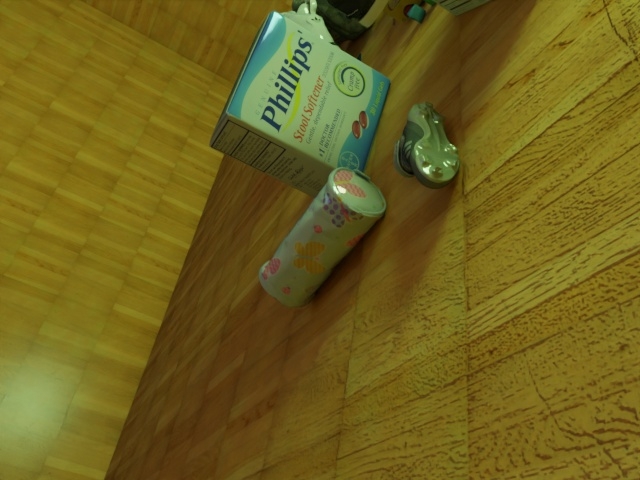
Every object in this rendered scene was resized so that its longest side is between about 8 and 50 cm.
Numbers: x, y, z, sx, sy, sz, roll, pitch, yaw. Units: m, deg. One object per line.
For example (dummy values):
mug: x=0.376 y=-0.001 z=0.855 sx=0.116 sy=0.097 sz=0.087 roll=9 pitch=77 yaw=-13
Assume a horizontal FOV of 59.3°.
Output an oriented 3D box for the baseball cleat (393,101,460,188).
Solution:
baseball cleat: x=0.151 y=-0.117 z=0.820 sx=0.206 sy=0.072 sz=0.109 roll=-79 pitch=9 yaw=-49

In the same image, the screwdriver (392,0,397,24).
screwdriver: x=0.191 y=-0.594 z=1.397 sx=0.025 sy=0.024 sz=0.170 roll=-15 pitch=52 yaw=29

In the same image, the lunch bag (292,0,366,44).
lunch bag: x=0.094 y=-0.737 z=1.574 sx=0.256 sy=0.212 sz=0.305 roll=10 pitch=75 yaw=55

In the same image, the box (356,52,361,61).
box: x=0.037 y=-0.406 z=1.543 sx=0.225 sy=0.036 sz=0.136 roll=-49 pitch=24 yaw=38

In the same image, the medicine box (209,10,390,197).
medicine box: x=-0.038 y=-0.263 z=1.149 sx=0.149 sy=0.289 sz=0.263 roll=-29 pitch=40 yaw=61

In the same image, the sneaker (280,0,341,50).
sneaker: x=-0.078 y=-0.504 z=1.590 sx=0.366 sy=0.137 sz=0.210 roll=-31 pitch=72 yaw=54

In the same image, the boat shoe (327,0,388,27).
boat shoe: x=0.114 y=-0.490 z=0.880 sx=0.302 sy=0.091 sz=0.114 roll=-58 pitch=20 yaw=25

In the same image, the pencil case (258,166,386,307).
pencil case: x=0.000 y=0.000 z=0.986 sx=0.273 sy=0.113 sz=0.124 roll=-52 pitch=2 yaw=35

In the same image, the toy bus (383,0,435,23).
toy bus: x=0.199 y=-0.576 z=1.205 sx=0.202 sy=0.104 sz=0.191 roll=-63 pitch=18 yaw=6

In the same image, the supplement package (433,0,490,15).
supplement package: x=0.262 y=-0.501 z=0.866 sx=0.204 sy=0.145 sz=0.262 roll=-64 pitch=18 yaw=1
